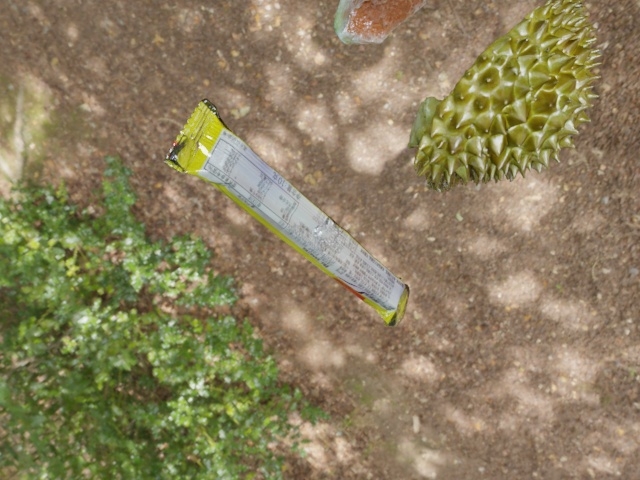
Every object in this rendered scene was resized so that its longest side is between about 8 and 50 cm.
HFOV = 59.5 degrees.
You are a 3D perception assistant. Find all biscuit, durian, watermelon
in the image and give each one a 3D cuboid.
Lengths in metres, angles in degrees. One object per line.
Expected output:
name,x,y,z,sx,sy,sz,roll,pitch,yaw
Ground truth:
biscuit,0.000,0.000,0.433,0.026,0.048,0.292,5,156,39
durian,0.210,-0.159,0.699,0.172,0.166,0.306,14,134,-17
watermelon,0.101,-0.358,0.795,0.158,0.098,0.121,-31,53,44
